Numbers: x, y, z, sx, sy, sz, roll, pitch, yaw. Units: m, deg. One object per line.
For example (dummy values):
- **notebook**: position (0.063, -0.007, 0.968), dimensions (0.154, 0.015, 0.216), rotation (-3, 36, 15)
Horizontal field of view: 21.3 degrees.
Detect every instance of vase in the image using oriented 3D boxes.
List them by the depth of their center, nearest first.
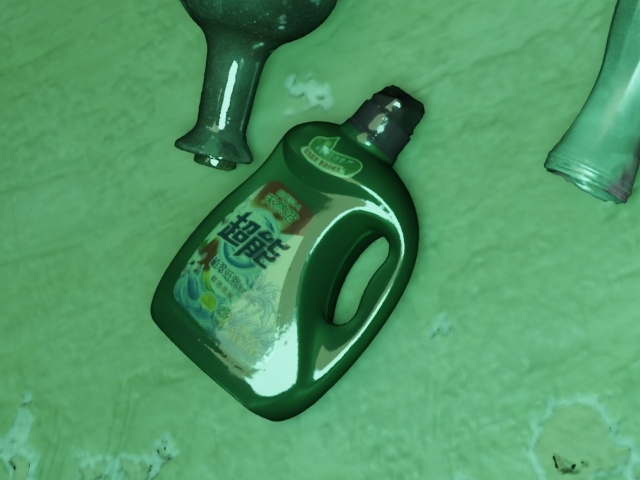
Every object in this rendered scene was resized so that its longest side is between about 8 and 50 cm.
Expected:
- **vase**: position (0.208, -0.128, 1.040), dimensions (0.086, 0.086, 0.214), rotation (27, 91, 30)
- **vase**: position (-0.054, -0.139, 1.155), dimensions (0.120, 0.120, 0.183), rotation (15, 97, 28)

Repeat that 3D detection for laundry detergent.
- **laundry detergent**: position (0.000, 0.000, 1.100), dimensions (0.144, 0.078, 0.222), rotation (41, 91, 28)
